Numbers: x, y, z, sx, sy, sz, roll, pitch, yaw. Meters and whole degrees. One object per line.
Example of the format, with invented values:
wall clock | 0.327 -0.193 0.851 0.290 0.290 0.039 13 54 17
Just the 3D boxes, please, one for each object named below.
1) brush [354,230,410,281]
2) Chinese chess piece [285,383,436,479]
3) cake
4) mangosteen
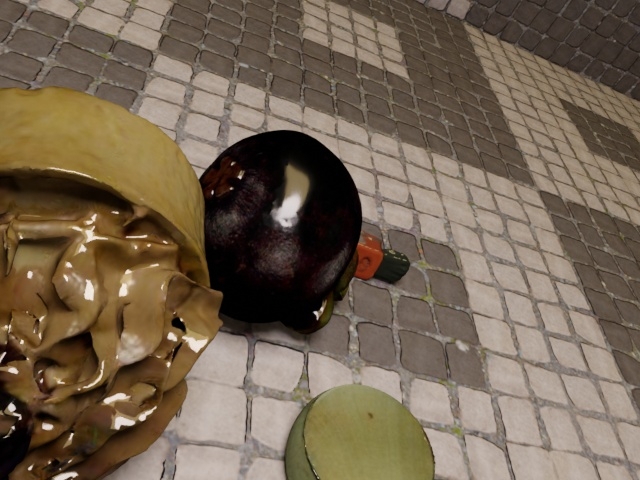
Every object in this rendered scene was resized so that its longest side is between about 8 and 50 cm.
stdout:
brush | 0.000 0.000 0.979 0.323 0.070 0.051 21 39 -8
Chinese chess piece | 0.049 0.273 0.720 0.188 0.083 0.189 15 42 -14
cake | -0.263 0.067 0.550 0.332 0.332 0.321 9 43 -24
mangosteen | -0.049 0.000 0.831 0.302 0.274 0.275 44 28 -39
